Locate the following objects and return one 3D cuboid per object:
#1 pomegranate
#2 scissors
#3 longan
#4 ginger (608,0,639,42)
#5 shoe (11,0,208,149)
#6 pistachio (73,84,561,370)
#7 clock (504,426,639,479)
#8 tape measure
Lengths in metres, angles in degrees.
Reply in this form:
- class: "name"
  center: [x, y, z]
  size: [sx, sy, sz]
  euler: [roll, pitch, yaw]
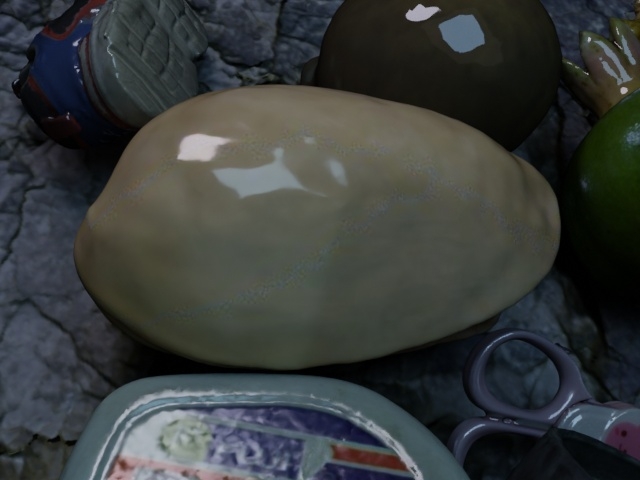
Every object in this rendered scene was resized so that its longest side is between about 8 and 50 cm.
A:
- class: "pomegranate"
  center: [0.254, -0.063, 0.777]
  size: [0.187, 0.187, 0.225]
  euler: [-20, 68, -27]
- class: "scissors"
  center: [0.200, 0.137, 0.708]
  size: [0.242, 0.030, 0.118]
  euler: [15, 89, -17]
- class: "longan"
  center: [0.076, -0.127, 0.782]
  size: [0.185, 0.204, 0.159]
  euler: [-28, 111, -60]
- class: "ginger"
  center: [0.284, -0.148, 0.901]
  size: [0.115, 0.081, 0.205]
  euler: [8, 62, 8]
- class: "shoe"
  center: [-0.156, -0.130, 0.759]
  size: [0.099, 0.125, 0.227]
  euler: [45, 21, -29]
- class: "pistachio"
  center: [0.000, 0.000, 0.650]
  size: [0.299, 0.187, 0.187]
  euler: [1, 59, -17]
- class: "clock"
  center: [0.224, 0.198, 0.565]
  size: [0.280, 0.280, 0.055]
  euler: [32, 96, 4]
- class: "tape measure"
  center: [-0.026, 0.189, 0.540]
  size: [0.243, 0.125, 0.246]
  euler: [10, 43, 6]
